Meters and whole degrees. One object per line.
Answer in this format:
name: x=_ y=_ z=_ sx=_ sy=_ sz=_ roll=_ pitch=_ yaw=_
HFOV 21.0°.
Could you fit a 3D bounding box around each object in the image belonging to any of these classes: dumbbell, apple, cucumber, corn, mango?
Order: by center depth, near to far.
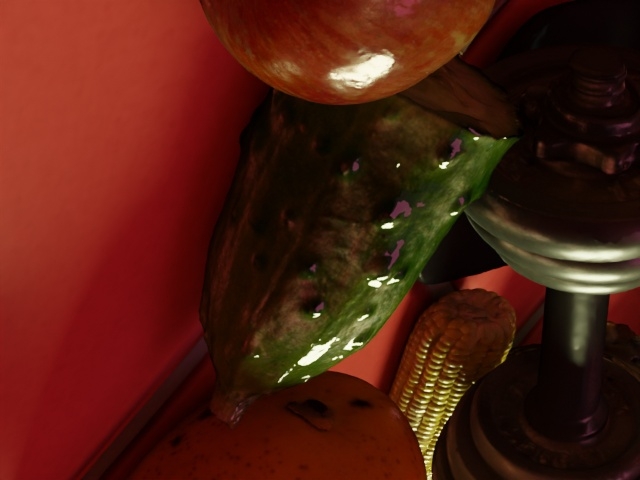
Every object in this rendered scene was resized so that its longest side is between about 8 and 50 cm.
apple: x=0.013 y=-0.133 z=0.779 sx=0.131 sy=0.146 sz=0.146 roll=13 pitch=112 yaw=-48
cucumber: x=0.001 y=-0.001 z=0.939 sx=0.134 sy=0.134 sz=0.244 roll=-1 pitch=127 yaw=-56
mango: x=-0.061 y=0.201 z=1.054 sx=0.290 sy=0.160 sz=0.191 roll=-45 pitch=159 yaw=6
dumbbell: x=0.158 y=0.052 z=1.082 sx=0.179 sy=0.179 sz=0.406 roll=-34 pitch=141 yaw=-31
corn: x=0.088 y=0.110 z=1.262 sx=0.085 sy=0.063 sz=0.165 roll=-33 pitch=149 yaw=-47

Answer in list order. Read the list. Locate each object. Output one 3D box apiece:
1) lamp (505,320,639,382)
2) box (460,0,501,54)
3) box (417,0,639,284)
lamp: x=0.174 y=0.168 z=1.372 sx=0.151 sy=0.215 sz=0.223 roll=48 pitch=57 yaw=-48
box: x=0.098 y=-0.153 z=1.024 sx=0.083 sy=0.012 sz=0.046 roll=-54 pitch=151 yaw=5
box: x=0.145 y=-0.070 z=1.160 sx=0.201 sy=0.042 sz=0.212 roll=-9 pitch=129 yaw=-53
